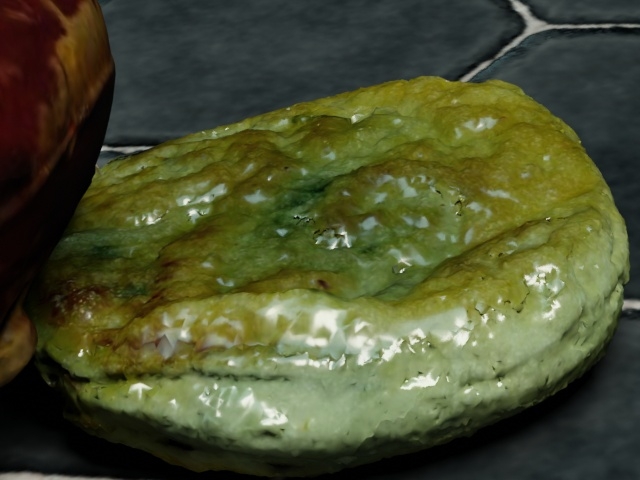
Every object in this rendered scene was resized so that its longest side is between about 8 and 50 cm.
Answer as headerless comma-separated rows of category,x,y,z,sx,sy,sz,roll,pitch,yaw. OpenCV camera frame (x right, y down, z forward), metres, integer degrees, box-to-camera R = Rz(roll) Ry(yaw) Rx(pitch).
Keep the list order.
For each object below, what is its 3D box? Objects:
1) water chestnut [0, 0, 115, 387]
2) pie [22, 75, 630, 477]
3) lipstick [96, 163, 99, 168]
water chestnut,-0.266,-0.051,0.738,0.335,0.347,0.335,-40,19,17
pie,0.000,0.000,0.854,0.277,0.079,0.277,-4,33,3
lipstick,-0.134,-0.053,1.016,0.019,0.019,0.094,-18,35,-15
